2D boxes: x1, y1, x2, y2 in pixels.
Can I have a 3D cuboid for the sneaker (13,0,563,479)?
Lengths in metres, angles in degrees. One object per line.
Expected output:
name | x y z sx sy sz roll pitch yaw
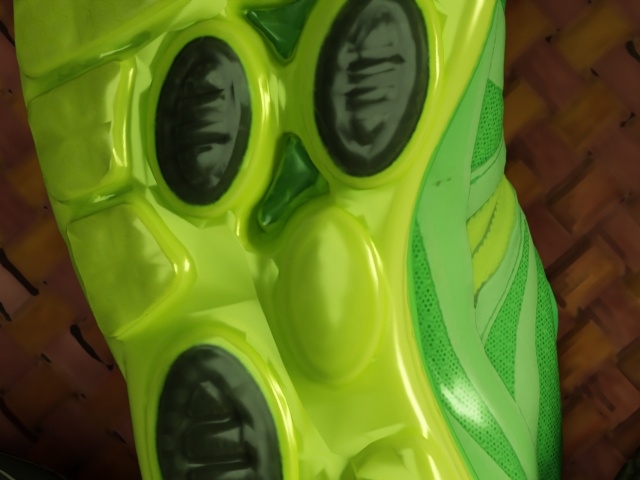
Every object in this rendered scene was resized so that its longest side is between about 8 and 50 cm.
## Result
sneaker | 0.000 0.000 0.379 0.109 0.123 0.295 -3 100 10

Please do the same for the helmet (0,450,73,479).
helmet | -0.097 0.136 0.398 0.169 0.169 0.161 41 115 0

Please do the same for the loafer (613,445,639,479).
loafer | 0.094 0.149 0.412 0.092 0.102 0.268 24 109 2
